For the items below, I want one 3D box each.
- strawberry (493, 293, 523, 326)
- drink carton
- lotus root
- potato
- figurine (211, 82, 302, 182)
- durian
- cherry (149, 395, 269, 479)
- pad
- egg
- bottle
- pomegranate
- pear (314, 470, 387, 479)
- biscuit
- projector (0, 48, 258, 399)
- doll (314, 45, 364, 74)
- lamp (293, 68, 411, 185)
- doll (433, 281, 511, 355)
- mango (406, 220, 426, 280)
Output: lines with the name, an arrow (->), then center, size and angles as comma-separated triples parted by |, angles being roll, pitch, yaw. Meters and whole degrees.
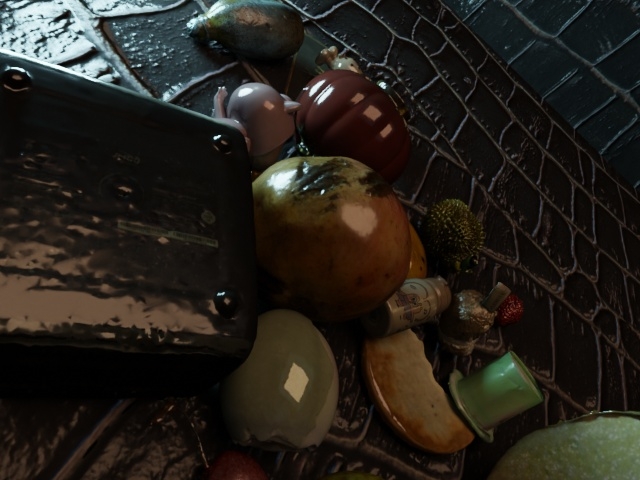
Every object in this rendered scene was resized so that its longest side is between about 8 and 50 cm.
strawberry -> 0.487, 0.188, 1.284 | 0.083, 0.083, 0.096 | 48, 50, 1
drink carton -> 0.368, 0.313, 1.015 | 0.146, 0.142, 0.144 | 55, 21, 5
lotus root -> -0.181, -0.553, 1.251 | 0.322, 0.140, 0.158 | -12, 68, -40
potato -> 0.539, 0.512, 0.831 | 0.319, 0.442, 0.385 | 25, 33, -40
figurine -> -0.176, -0.211, 1.021 | 0.176, 0.186, 0.287 | 28, 54, 37
durian -> 0.339, -0.009, 1.264 | 0.159, 0.146, 0.198 | -27, 93, -46
cherry -> -0.153, 0.319, 0.662 | 0.225, 0.090, 0.107 | 43, 62, -9
pad -> 0.064, -0.466, 1.437 | 0.315, 0.063, 0.375 | 26, 47, -22
egg -> -0.060, 0.206, 0.751 | 0.183, 0.183, 0.217 | 21, 56, -25
bottle -> 0.180, 0.134, 1.003 | 0.209, 0.110, 0.097 | -8, 42, -38
pomegranate -> 0.000, 0.000, 0.861 | 0.322, 0.322, 0.322 | 21, 49, -26
pear -> 0.037, 0.437, 0.606 | 0.280, 0.281, 0.281 | 21, 49, -26
biscuit -> 0.173, 0.290, 0.978 | 0.204, 0.040, 0.309 | -11, 65, -45
projector -> -0.304, -0.006, 0.674 | 0.395, 0.242, 0.405 | 14, 53, -32
doll -> 0.103, -0.427, 1.375 | 0.154, 0.119, 0.278 | -28, 80, -47
lamp -> 0.074, -0.249, 1.135 | 0.303, 0.257, 0.303 | 52, 3, -3
doll -> 0.320, 0.170, 1.059 | 0.115, 0.221, 0.105 | 43, 53, 15
mango -> 0.162, 0.002, 1.136 | 0.157, 0.109, 0.262 | -3, 60, -36
